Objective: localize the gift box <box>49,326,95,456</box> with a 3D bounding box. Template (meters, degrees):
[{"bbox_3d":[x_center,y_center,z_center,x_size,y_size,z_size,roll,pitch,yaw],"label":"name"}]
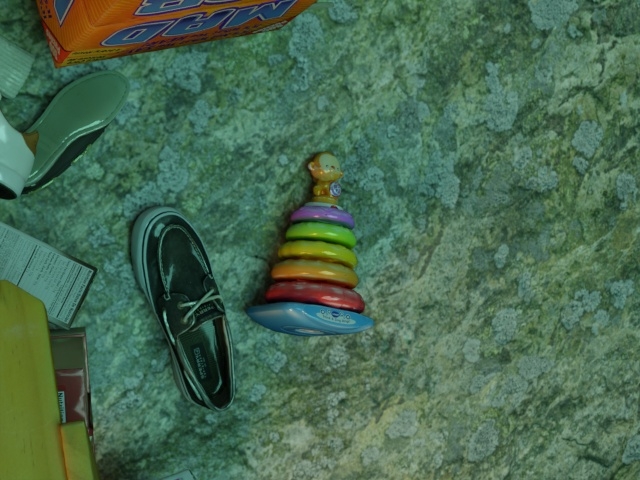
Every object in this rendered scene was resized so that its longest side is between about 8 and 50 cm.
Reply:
[{"bbox_3d":[-0.441,0.244,1.615,0.276,0.258,0.255,1,98,-11],"label":"gift box"}]

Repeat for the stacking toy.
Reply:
[{"bbox_3d":[0.000,0.000,1.931,0.175,0.165,0.302,14,76,-30],"label":"stacking toy"}]

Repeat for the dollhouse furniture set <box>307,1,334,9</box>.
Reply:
[{"bbox_3d":[-0.077,-0.421,1.802,0.144,0.123,0.151,-12,105,-31],"label":"dollhouse furniture set"}]

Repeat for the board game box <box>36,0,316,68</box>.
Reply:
[{"bbox_3d":[-0.179,-0.468,1.534,0.356,0.356,0.357,-16,88,-29],"label":"board game box"}]

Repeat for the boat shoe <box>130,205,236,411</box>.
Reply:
[{"bbox_3d":[-0.189,0.106,1.826,0.121,0.119,0.335,-26,112,-26],"label":"boat shoe"}]

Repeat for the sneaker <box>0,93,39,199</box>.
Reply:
[{"bbox_3d":[-0.500,-0.172,1.555,0.290,0.106,0.123,34,65,-35],"label":"sneaker"}]

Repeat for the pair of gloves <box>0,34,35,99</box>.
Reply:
[{"bbox_3d":[-0.520,-0.207,1.606,0.204,0.042,0.240,39,78,-32],"label":"pair of gloves"}]

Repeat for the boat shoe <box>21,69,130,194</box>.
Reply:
[{"bbox_3d":[-0.363,-0.155,1.702,0.081,0.069,0.228,43,69,6],"label":"boat shoe"}]

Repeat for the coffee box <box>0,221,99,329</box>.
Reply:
[{"bbox_3d":[-0.451,0.023,1.632,0.246,0.141,0.098,30,81,-34],"label":"coffee box"}]

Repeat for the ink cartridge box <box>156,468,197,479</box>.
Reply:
[{"bbox_3d":[-0.347,0.487,1.720,0.330,0.071,0.324,-13,143,-31],"label":"ink cartridge box"}]

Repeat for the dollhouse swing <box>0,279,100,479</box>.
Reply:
[{"bbox_3d":[-0.453,0.273,1.455,0.346,0.305,0.315,-11,142,-10],"label":"dollhouse swing"}]
